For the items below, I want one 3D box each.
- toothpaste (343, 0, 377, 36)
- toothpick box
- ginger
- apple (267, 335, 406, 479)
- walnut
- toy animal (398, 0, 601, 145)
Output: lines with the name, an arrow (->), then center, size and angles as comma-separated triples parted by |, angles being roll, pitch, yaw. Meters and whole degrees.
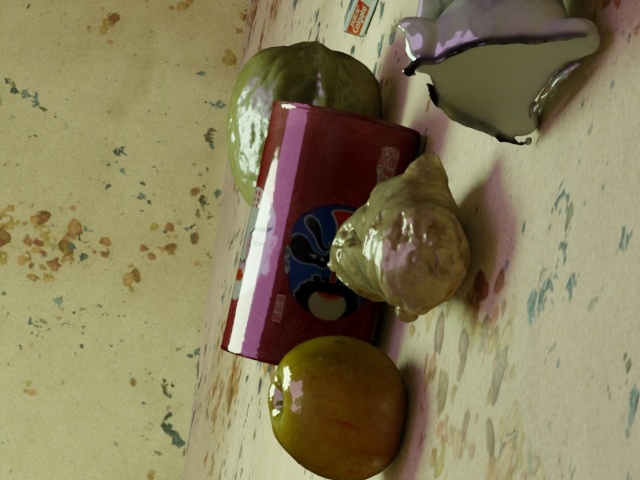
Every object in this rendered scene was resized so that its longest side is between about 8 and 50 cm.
toothpaste -> 0.082, -0.422, 2.483 | 0.047, 0.040, 0.196 | -84, 12, -49
toothpick box -> 0.000, 0.000, 2.016 | 0.204, 0.204, 0.333 | -171, 92, -79
ginger -> 0.090, 0.004, 1.755 | 0.354, 0.126, 0.190 | 158, 118, -75
apple -> 0.017, 0.198, 1.832 | 0.182, 0.155, 0.182 | -165, 90, -78
walnut -> -0.028, -0.157, 2.262 | 0.283, 0.227, 0.283 | -173, 90, -68
toy animal -> 0.166, -0.249, 1.518 | 0.289, 0.174, 0.249 | -91, 18, -46
